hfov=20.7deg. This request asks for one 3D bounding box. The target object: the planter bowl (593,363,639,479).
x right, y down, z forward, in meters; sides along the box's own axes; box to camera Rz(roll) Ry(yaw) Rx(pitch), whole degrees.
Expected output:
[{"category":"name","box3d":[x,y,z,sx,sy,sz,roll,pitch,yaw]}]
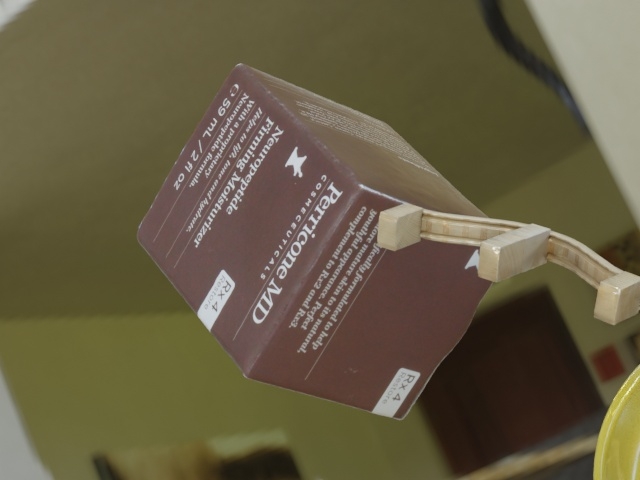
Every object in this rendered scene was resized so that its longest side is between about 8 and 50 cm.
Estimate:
[{"category":"planter bowl","box3d":[0.295,0.163,1.149,0.217,0.217,0.090,-24,13,1]}]

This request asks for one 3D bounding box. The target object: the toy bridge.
[{"category":"toy bridge","box3d":[0.123,0.008,1.109,0.188,0.026,0.063,19,25,37]}]

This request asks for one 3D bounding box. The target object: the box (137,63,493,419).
[{"category":"box","box3d":[0.000,0.000,1.326,0.167,0.203,0.168,20,-72,-40]}]
